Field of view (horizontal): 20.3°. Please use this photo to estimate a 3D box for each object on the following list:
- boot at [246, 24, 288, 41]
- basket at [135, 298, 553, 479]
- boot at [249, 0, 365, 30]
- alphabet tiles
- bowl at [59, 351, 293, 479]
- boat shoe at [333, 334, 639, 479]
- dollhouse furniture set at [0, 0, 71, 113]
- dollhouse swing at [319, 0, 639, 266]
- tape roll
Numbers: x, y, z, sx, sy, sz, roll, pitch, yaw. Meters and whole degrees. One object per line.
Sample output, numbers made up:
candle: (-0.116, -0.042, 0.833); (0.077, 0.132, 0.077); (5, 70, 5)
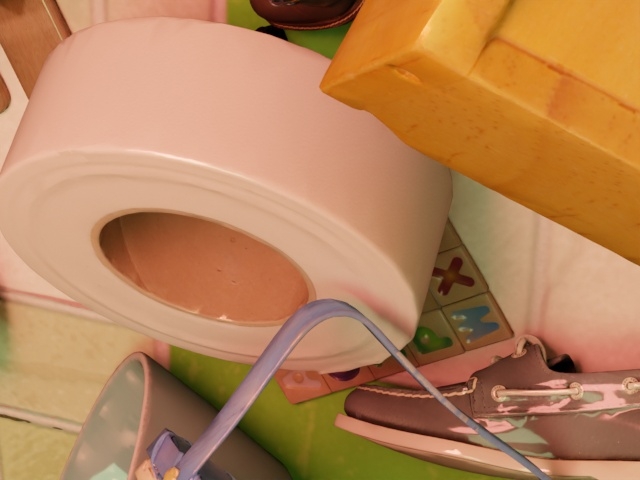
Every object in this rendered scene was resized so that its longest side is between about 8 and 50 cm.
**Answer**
boot: (-0.080, -0.109, 1.182); (0.099, 0.121, 0.045); (-14, 101, 20)
basket: (-0.004, 0.208, 1.133); (0.255, 0.201, 0.289); (40, 86, -28)
boot: (-0.009, -0.177, 1.081); (0.219, 0.106, 0.082); (-17, 80, 54)
alphabet tiles: (0.000, 0.000, 1.282); (0.198, 0.009, 0.237); (-20, 111, 32)
bowl: (-0.116, 0.255, 1.339); (0.163, 0.311, 0.311); (20, 128, -13)
boat shoe: (0.162, 0.119, 1.254); (0.319, 0.116, 0.099); (4, 78, 29)
dollhouse furniture set: (-0.266, -0.099, 1.246); (0.144, 0.151, 0.123); (-11, 115, 31)
dollhouse swing: (0.238, -0.141, 0.897); (0.347, 0.315, 0.305); (26, 85, -10)
tape roll: (-0.061, -0.021, 1.151); (0.286, 0.100, 0.286); (13, 153, 7)
